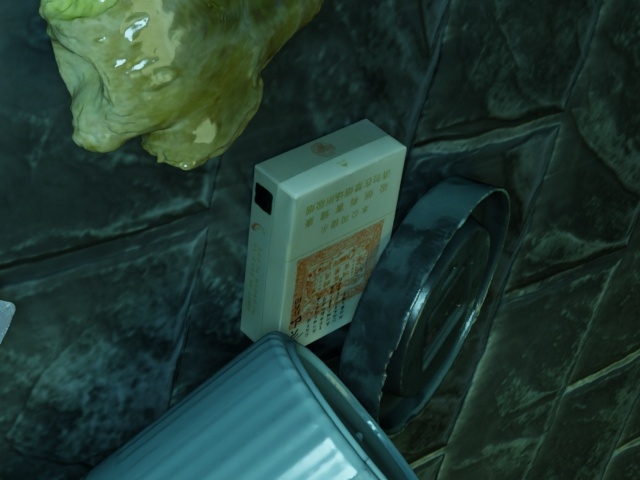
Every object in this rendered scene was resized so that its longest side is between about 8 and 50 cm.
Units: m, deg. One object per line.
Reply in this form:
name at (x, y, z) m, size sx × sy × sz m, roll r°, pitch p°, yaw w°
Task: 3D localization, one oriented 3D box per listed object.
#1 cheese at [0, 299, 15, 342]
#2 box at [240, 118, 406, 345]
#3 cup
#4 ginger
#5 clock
cheese at (-0.316, 0.063, 0.973) m, size 0.244 × 0.052 × 0.135 m, roll 7°, pitch 117°, yaw -52°
box at (0.000, 0.000, 1.294) m, size 0.141 × 0.058 × 0.201 m, roll -25°, pitch 140°, yaw -35°
cup at (-0.067, 0.273, 1.250) m, size 0.311 × 0.257 × 0.331 m, roll -39°, pitch 154°, yaw 4°
ginger at (-0.075, -0.161, 0.975) m, size 0.270 × 0.123 × 0.219 m, roll -8°, pitch 107°, yaw -46°
clock at (0.105, 0.065, 1.416) m, size 0.280 × 0.055 × 0.280 m, roll -52°, pitch 157°, yaw -33°
